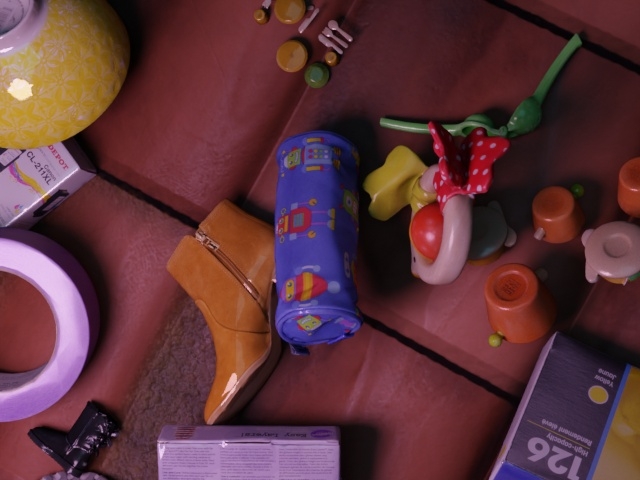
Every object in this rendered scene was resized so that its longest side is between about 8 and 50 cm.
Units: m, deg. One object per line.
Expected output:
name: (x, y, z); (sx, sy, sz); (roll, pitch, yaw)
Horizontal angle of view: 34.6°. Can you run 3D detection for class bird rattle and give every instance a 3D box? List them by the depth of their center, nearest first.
bird rattle: (0.170, -0.044, 1.373); (0.143, 0.253, 0.207); (0, 87, -23)

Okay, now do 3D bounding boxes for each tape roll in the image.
tape roll: (-0.469, 0.122, 1.511); (0.275, 0.090, 0.274); (0, 100, -1)

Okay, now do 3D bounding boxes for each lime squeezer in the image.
lime squeezer: (0.243, -0.189, 1.470); (0.310, 0.059, 0.110); (-23, 84, 8)

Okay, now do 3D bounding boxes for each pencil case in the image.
pencil case: (0.000, 0.000, 1.417); (0.119, 0.133, 0.306); (-19, 55, 28)

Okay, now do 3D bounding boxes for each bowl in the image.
bowl: (-0.439, -0.293, 1.491); (0.289, 0.156, 0.289); (-4, 66, 9)

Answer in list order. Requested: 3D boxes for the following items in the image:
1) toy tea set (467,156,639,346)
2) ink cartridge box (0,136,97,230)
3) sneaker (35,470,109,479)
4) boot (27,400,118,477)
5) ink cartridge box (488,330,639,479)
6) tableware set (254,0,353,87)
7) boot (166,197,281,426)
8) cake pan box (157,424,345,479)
toy tea set: (0.351, 0.017, 1.432); (0.336, 0.124, 0.200); (-20, 54, 11)
ink cartridge box: (-0.452, -0.102, 1.567); (0.175, 0.072, 0.127); (-38, 81, 6)
sneaker: (-0.426, 0.437, 1.538); (0.281, 0.105, 0.115); (-22, 117, 3)
boot: (-0.370, 0.287, 1.546); (0.121, 0.045, 0.099); (31, 80, 26)
ink cartridge box: (0.390, 0.307, 1.337); (0.304, 0.072, 0.307); (25, 55, 9)
tableware set: (-0.033, -0.304, 1.539); (0.154, 0.024, 0.104); (39, 96, 8)
boot: (-0.146, 0.103, 1.502); (0.211, 0.104, 0.295); (32, 87, 15)
cake pan box: (-0.092, 0.380, 1.438); (0.267, 0.070, 0.245); (-1, 105, 2)
